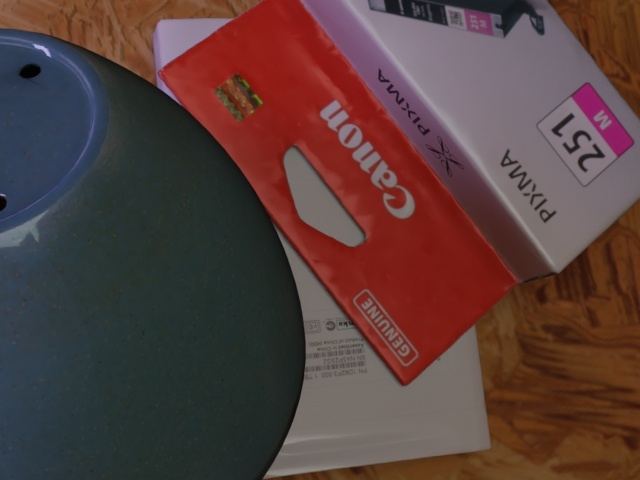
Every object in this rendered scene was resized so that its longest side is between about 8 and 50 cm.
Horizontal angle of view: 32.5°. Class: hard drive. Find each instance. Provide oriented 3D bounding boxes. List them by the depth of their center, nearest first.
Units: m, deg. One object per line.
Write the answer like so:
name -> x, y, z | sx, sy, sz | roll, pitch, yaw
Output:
hard drive -> 0.000, 0.000, 0.753 | 0.202, 0.040, 0.308 | -4, 80, -17

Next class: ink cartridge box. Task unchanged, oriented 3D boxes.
ink cartridge box -> 0.068, -0.082, 0.737 | 0.239, 0.060, 0.275 | -39, 92, -20

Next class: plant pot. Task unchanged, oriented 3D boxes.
plant pot -> -0.156, 0.010, 0.559 | 0.290, 0.195, 0.290 | -1, 53, 2
